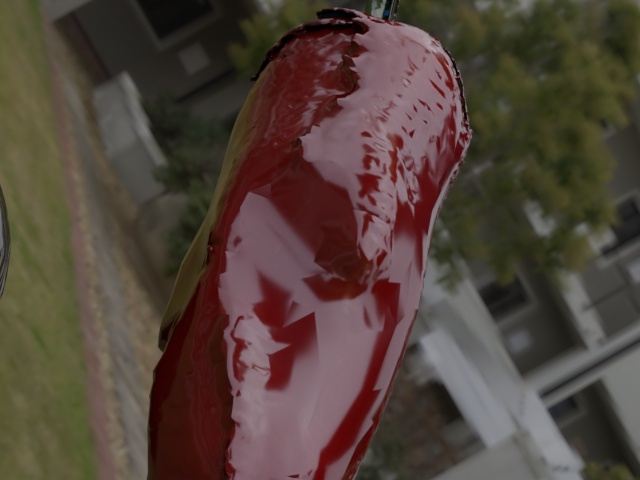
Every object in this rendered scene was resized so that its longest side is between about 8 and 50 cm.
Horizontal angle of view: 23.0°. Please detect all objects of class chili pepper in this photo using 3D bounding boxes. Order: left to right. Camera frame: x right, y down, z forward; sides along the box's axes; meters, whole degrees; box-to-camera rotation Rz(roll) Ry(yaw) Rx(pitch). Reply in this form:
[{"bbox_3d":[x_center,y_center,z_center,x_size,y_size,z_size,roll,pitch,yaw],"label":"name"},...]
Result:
[{"bbox_3d":[0.000,0.000,0.683,0.387,0.110,0.110,-73,146,-42],"label":"chili pepper"}]

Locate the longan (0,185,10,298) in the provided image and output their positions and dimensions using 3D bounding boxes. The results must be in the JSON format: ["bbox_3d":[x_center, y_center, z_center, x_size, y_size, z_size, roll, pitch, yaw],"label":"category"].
[{"bbox_3d":[-0.237,0.002,0.745,0.167,0.187,0.167,30,-37,26],"label":"longan"}]
